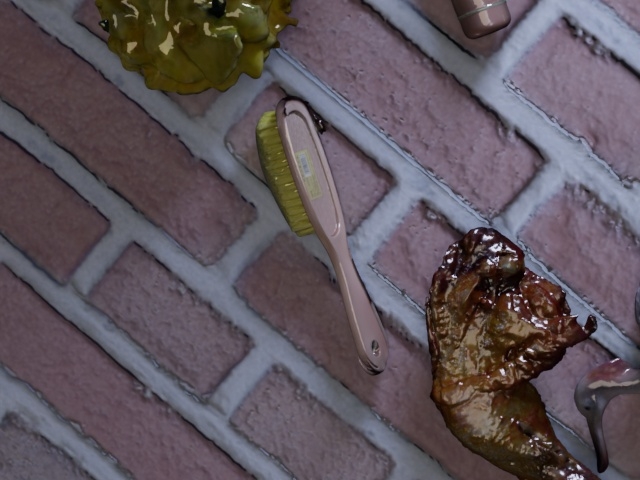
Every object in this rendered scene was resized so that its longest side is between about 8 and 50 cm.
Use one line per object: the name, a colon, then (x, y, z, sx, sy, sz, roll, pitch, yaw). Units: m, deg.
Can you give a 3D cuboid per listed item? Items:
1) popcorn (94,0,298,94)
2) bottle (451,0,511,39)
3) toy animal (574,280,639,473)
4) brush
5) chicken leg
popcorn: (-0.122, -0.253, 1.492, 0.189, 0.169, 0.218, 16, 106, 8)
bottle: (0.150, -0.278, 1.506, 0.053, 0.053, 0.140, -19, 94, 11)
toy animal: (0.366, 0.083, 1.504, 0.324, 0.090, 0.195, -36, 97, 11)
brush: (0.000, 0.000, 1.570, 0.067, 0.072, 0.312, -15, 99, 33)
chicken leg: (0.205, 0.143, 1.533, 0.177, 0.083, 0.322, -4, 96, 20)
